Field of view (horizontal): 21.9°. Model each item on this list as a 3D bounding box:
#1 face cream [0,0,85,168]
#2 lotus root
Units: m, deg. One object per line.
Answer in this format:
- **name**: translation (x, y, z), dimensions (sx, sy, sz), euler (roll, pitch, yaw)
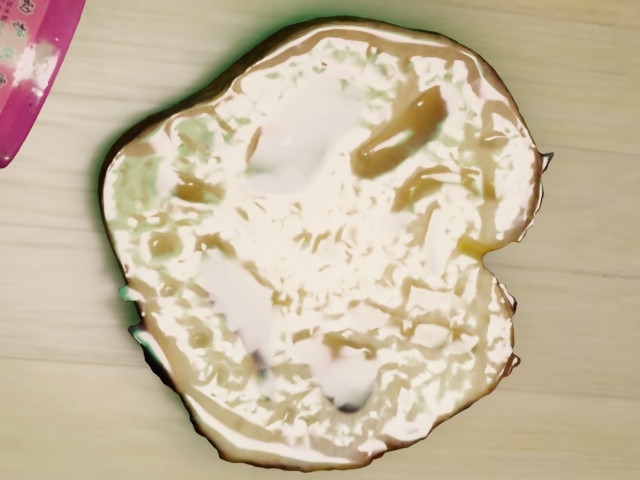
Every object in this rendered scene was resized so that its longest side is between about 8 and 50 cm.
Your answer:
- **face cream**: translation (-0.290, -0.167, 1.225), dimensions (0.195, 0.175, 0.175), euler (23, 90, -18)
- **lotus root**: translation (0.000, 0.000, 1.360), dimensions (0.375, 0.111, 0.390), euler (18, 94, -15)
